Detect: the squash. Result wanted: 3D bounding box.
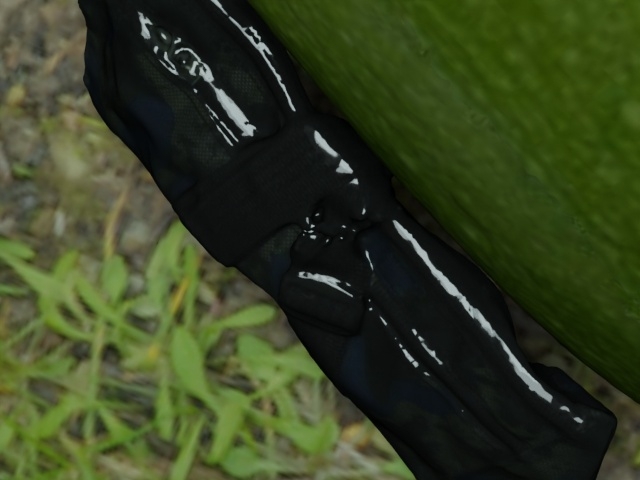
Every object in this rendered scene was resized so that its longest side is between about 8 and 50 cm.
[{"bbox_3d":[0.163,-0.044,0.662,0.310,0.310,0.309,-29,87,5],"label":"squash"}]

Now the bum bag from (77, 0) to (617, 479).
[{"bbox_3d":[0.000,0.000,0.765,0.074,0.137,0.310,-36,83,-29],"label":"bum bag"}]
